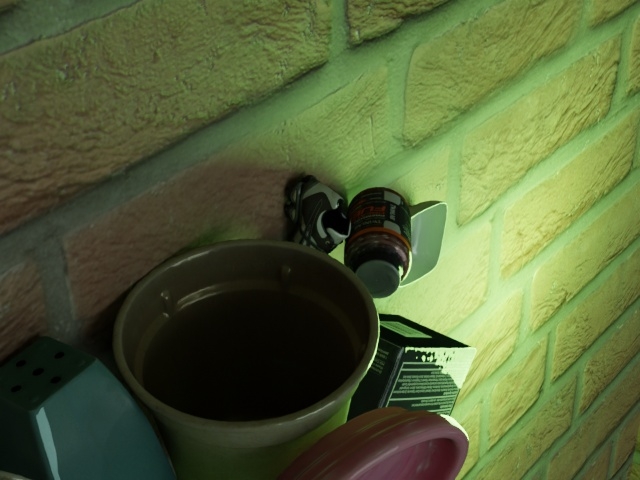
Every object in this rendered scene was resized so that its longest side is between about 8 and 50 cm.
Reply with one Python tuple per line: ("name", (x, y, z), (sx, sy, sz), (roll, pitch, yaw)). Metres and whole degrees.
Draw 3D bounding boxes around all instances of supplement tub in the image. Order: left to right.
("supplement tub", (0.089, 0.006, 1.785), (0.198, 0.106, 0.106), (-85, 176, -58))

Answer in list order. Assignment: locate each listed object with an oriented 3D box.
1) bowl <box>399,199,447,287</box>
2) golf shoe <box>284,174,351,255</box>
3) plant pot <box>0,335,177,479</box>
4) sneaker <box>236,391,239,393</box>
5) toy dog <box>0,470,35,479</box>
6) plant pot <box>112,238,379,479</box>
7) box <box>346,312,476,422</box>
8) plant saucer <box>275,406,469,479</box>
("bowl", (0.156, 0.000, 2.010), (0.142, 0.053, 0.142), (-25, 129, -48))
("golf shoe", (0.000, 0.000, 1.745), (0.077, 0.094, 0.198), (-42, 142, -35))
("plant pot", (-0.305, 0.246, 1.394), (0.165, 0.165, 0.234), (-41, 132, -35))
("sneaker", (-0.103, 0.197, 1.736), (0.098, 0.069, 0.038), (-43, 141, -32))
("toy dog", (-0.455, 0.291, 1.177), (0.333, 0.220, 0.161), (37, 56, -48))
("plant pot", (-0.091, 0.219, 1.547), (0.334, 0.333, 0.305), (-40, 145, -36))
("box", (0.083, 0.284, 1.957), (0.296, 0.182, 0.294), (11, 100, -59))
("plant saucer", (0.038, 0.327, 1.476), (0.332, 0.084, 0.332), (-29, 148, -21))
